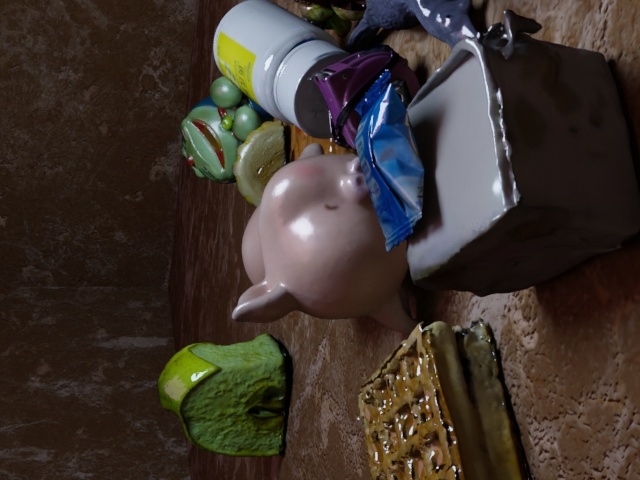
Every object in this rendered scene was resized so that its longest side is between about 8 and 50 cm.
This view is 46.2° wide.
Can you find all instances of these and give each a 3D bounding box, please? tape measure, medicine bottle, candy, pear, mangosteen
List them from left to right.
[{"bbox_3d":[-0.198,0.322,1.518,0.164,0.255,0.239,-131,40,-63],"label":"pear"},{"bbox_3d":[-0.045,-0.252,1.090,0.258,0.143,0.144,42,131,46],"label":"medicine bottle"},{"bbox_3d":[0.005,-0.383,1.086,0.156,0.145,0.181,-115,33,-44],"label":"mangosteen"},{"bbox_3d":[0.061,-0.174,0.929,0.118,0.125,0.074,63,172,-25],"label":"tape measure"},{"bbox_3d":[0.056,-0.064,0.632,0.088,0.038,0.136,144,116,-68],"label":"candy"},{"bbox_3d":[0.151,-0.062,0.622,0.195,0.137,0.185,131,137,-62],"label":"candy"}]

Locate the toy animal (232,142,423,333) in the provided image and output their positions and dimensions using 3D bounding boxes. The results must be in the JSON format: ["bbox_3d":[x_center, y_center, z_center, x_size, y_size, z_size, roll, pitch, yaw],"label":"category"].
[{"bbox_3d":[0.000,0.000,0.958,0.326,0.236,0.270,123,149,-55],"label":"toy animal"}]

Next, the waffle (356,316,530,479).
[{"bbox_3d":[0.126,0.257,0.757,0.213,0.091,0.308,117,149,-53],"label":"waffle"}]

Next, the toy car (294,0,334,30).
[{"bbox_3d":[0.001,-0.405,1.240,0.165,0.062,0.071,-112,29,-50],"label":"toy car"}]

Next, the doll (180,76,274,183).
[{"bbox_3d":[-0.193,-0.240,1.659,0.322,0.186,0.199,-28,92,51],"label":"doll"}]

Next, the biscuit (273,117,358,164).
[{"bbox_3d":[-0.015,-0.130,1.281,0.455,0.078,0.350,-141,50,-68],"label":"biscuit"}]

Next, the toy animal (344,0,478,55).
[{"bbox_3d":[0.087,-0.317,0.911,0.367,0.081,0.206,-145,40,-67],"label":"toy animal"}]

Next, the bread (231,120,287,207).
[{"bbox_3d":[-0.108,-0.128,1.315,0.083,0.094,0.157,-156,60,-67],"label":"bread"}]
